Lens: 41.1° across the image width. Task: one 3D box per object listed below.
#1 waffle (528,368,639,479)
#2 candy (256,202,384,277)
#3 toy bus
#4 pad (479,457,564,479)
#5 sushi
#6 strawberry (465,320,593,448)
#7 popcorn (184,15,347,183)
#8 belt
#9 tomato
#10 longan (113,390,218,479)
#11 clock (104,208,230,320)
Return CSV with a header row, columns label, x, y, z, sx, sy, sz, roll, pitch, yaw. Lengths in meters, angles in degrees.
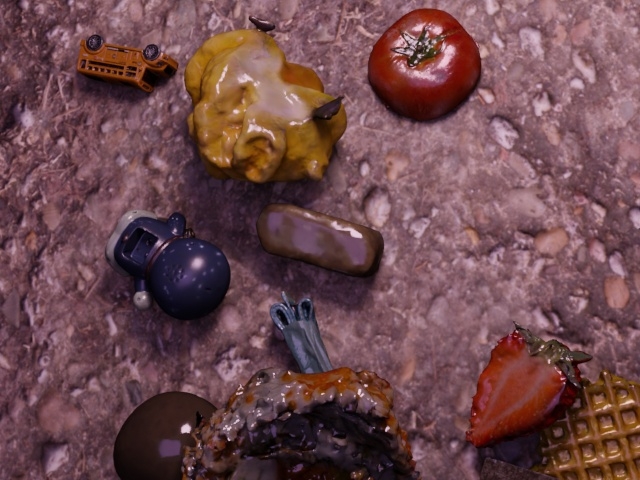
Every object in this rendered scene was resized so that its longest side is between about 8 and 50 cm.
label,x,y,z,sx,sy,sz,roll,pitch,yaw
waffle,0.507,0.364,1.458,0.291,0.051,0.291,-2,83,12
candy,0.000,0.000,1.591,0.234,0.104,0.102,14,89,13
toy bus,-0.392,-0.356,1.737,0.195,0.083,0.088,13,87,15
pad,0.333,0.505,1.469,0.158,0.003,0.234,14,96,13
sushi,-0.031,0.400,1.410,0.418,0.176,0.417,-4,109,-13
strawberry,0.358,0.273,1.468,0.174,0.098,0.228,25,93,38
popcorn,-0.103,-0.225,1.590,0.298,0.281,0.315,5,47,-23
belt,0.000,0.230,1.571,0.087,0.072,0.302,-28,79,10
tomato,0.192,-0.345,1.622,0.225,0.085,0.224,-2,81,14
longan,-0.264,0.370,1.538,0.220,0.196,0.196,5,82,20
clock,-0.285,0.052,1.622,0.243,0.146,0.199,30,83,22
